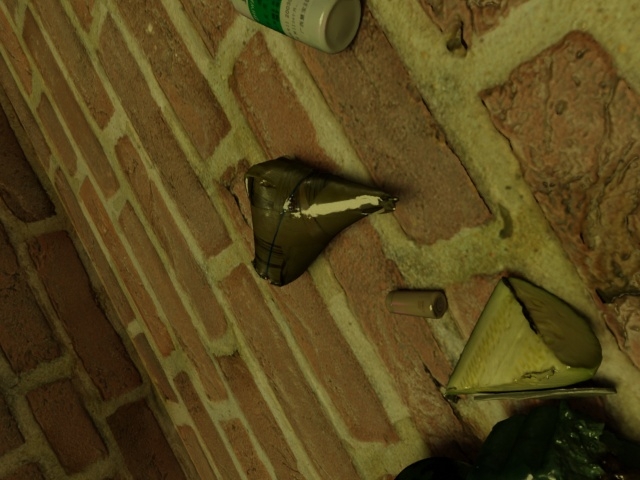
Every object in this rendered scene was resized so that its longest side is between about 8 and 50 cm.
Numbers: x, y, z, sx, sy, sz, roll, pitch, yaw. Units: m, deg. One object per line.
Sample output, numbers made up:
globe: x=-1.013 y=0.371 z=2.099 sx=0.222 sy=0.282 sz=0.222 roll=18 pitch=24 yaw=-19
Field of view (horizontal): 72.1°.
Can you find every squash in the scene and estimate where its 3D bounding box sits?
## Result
squash: x=0.272 y=0.199 z=0.612 sx=0.169 sy=0.094 sz=0.251 roll=-97 pitch=17 yaw=-57

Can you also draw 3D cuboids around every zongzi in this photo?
zongzi: x=0.000 y=0.000 z=0.778 sx=0.289 sy=0.123 sz=0.259 roll=23 pitch=127 yaw=30

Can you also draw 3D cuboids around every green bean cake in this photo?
green bean cake: x=0.382 y=0.345 z=0.525 sx=0.308 sy=0.169 sz=0.300 roll=-38 pitch=82 yaw=41

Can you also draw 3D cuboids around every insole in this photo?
insole: x=0.309 y=0.220 z=0.622 sx=0.192 sy=0.063 sz=0.010 roll=-25 pitch=56 yaw=43

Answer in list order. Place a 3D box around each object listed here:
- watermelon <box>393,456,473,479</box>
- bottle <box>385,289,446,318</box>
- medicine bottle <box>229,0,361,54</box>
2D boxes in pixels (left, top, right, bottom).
watermelon: x=0.211 y=0.488 z=0.695 sx=0.269 sy=0.269 sz=0.268 roll=19 pitch=120 yaw=37
bottle: x=0.155 y=0.104 z=0.725 sx=0.097 sy=0.045 sz=0.045 roll=-3 pitch=105 yaw=45
medicine bottle: x=-0.061 y=-0.376 z=0.684 sx=0.260 sy=0.095 sz=0.095 roll=35 pitch=129 yaw=28
